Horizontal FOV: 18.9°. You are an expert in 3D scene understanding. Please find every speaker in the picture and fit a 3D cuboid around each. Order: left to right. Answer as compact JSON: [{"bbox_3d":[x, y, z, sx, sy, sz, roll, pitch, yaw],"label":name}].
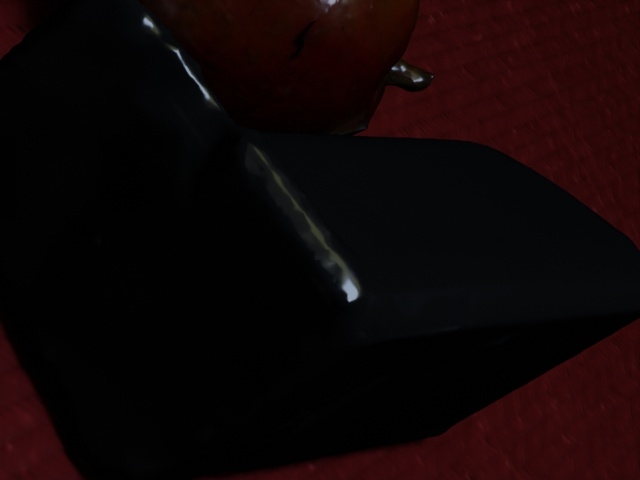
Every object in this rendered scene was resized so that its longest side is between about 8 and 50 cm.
[{"bbox_3d":[0.000,0.000,0.982,0.388,0.180,0.184,2,59,-58],"label":"speaker"}]

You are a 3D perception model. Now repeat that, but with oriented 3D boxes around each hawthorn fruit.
[{"bbox_3d":[-0.027,-0.134,1.029,0.202,0.185,0.185,33,34,-7],"label":"hawthorn fruit"}]
